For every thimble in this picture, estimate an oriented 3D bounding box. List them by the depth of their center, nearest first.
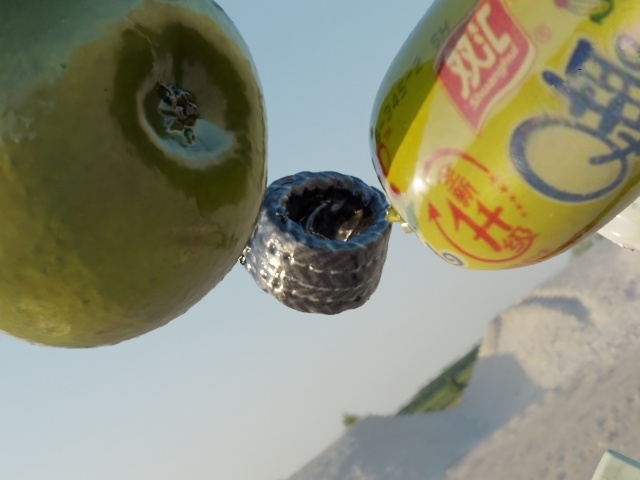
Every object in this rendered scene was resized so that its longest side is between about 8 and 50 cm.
[{"bbox_3d":[0.002,0.000,0.824,0.104,0.095,0.066,-6,-48,-33],"label":"thimble"}]

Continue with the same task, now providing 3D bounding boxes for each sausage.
[{"bbox_3d":[0.136,-0.112,0.475,0.347,0.123,0.123,-50,-13,31],"label":"sausage"}]

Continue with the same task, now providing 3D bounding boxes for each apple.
[{"bbox_3d":[-0.112,-0.048,0.561,0.157,0.196,0.196,-12,11,41],"label":"apple"}]

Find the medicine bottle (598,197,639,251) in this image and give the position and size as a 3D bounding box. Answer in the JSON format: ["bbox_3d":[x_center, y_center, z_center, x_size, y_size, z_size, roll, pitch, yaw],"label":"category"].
[{"bbox_3d":[0.394,-0.140,1.305,0.170,0.170,0.293,-25,-52,-58],"label":"medicine bottle"}]

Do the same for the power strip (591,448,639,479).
[{"bbox_3d":[0.349,0.234,0.793,0.106,0.367,0.043,29,-94,-58],"label":"power strip"}]
